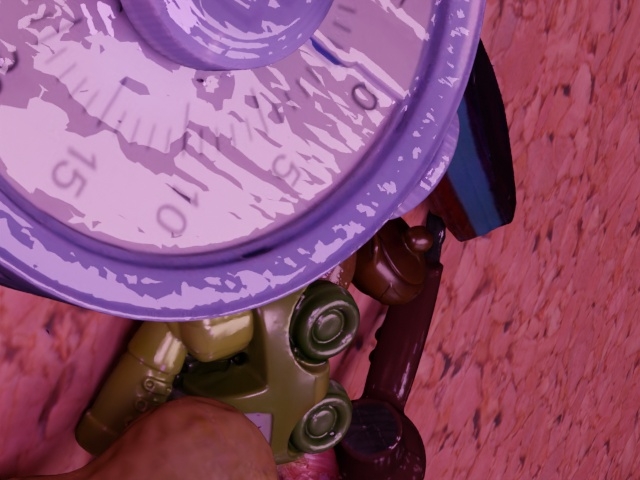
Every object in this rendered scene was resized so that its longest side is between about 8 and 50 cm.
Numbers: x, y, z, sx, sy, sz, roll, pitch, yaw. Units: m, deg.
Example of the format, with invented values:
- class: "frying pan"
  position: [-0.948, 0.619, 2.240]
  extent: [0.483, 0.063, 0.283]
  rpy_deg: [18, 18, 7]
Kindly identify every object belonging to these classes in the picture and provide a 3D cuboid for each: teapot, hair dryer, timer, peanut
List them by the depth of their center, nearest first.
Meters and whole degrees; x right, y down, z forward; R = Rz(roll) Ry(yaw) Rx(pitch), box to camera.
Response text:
- class: "timer"
  position: [-0.068, -0.137, 0.769]
  extent: [0.395, 0.173, 0.395]
  rpy_deg: [-3, 96, -34]
- class: "peanut"
  position: [-0.173, 0.215, 1.045]
  extent: [0.319, 0.147, 0.147]
  rpy_deg: [-37, 145, -20]
- class: "teapot"
  position: [0.067, 0.008, 1.435]
  extent: [0.129, 0.078, 0.098]
  rpy_deg: [20, 49, -60]
- class: "hair dryer"
  position: [0.076, 0.106, 1.515]
  extent: [0.312, 0.123, 0.340]
  rpy_deg: [93, 14, -69]

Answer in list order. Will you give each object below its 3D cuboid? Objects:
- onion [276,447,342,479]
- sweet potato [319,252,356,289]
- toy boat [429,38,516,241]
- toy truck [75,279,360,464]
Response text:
- class: "onion"
  position: [-0.065, 0.216, 1.345]
  extent: [0.150, 0.150, 0.140]
  rpy_deg: [-43, 175, -42]
- class: "sweet potato"
  position: [0.005, 0.004, 1.350]
  extent: [0.068, 0.068, 0.226]
  rpy_deg: [-6, 115, -63]
- class: "toy boat"
  position: [0.136, -0.113, 1.497]
  extent: [0.392, 0.079, 0.136]
  rpy_deg: [62, 40, -62]
- class: "toy truck"
  position: [-0.077, 0.082, 1.177]
  extent: [0.210, 0.148, 0.187]
  rpy_deg: [2, 114, -36]
